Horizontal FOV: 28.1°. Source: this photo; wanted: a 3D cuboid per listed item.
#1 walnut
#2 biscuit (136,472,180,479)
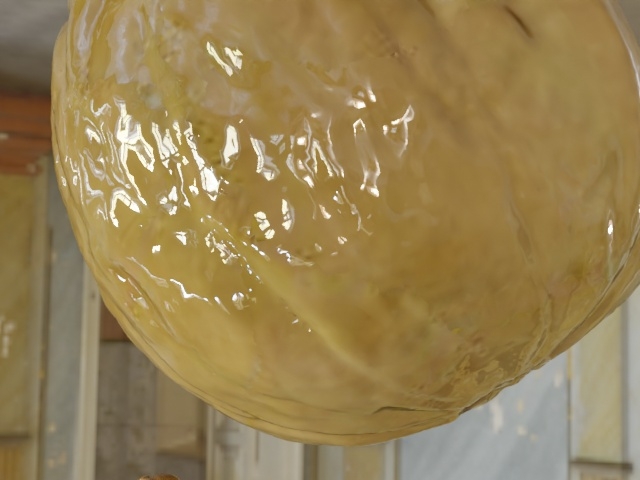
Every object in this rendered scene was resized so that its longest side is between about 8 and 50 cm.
[{"bbox_3d":[0.010,-0.040,0.468,0.228,0.228,0.228,1,175,0],"label":"walnut"},{"bbox_3d":[-0.173,0.395,1.290,0.057,0.312,0.351,2,169,-9],"label":"biscuit"}]
